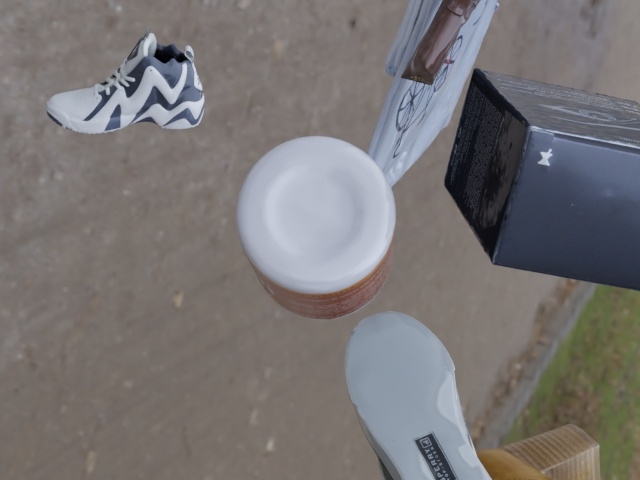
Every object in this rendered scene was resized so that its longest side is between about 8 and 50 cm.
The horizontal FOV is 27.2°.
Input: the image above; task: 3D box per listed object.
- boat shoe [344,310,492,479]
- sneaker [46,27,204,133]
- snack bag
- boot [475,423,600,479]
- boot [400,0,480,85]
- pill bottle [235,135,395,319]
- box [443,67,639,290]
[{"bbox_3d":[0.072,0.150,0.925,0.070,0.078,0.219,85,-13,-52],"label":"boat shoe"},{"bbox_3d":[-0.290,-0.245,1.963,0.094,0.235,0.153,-92,-175,-56],"label":"sneaker"},{"bbox_3d":[0.120,-0.203,1.262,0.323,0.037,0.342,-48,161,-57],"label":"snack bag"},{"bbox_3d":[0.174,0.255,0.993,0.211,0.295,0.104,-23,119,-17],"label":"boot"},{"bbox_3d":[0.104,-0.175,1.041,0.114,0.037,0.106,-57,176,-2],"label":"boot"},{"bbox_3d":[0.000,0.000,1.075,0.216,0.121,0.121,79,29,-78],"label":"pill bottle"},{"bbox_3d":[0.195,-0.050,1.028,0.207,0.153,0.108,-101,-157,-70],"label":"box"}]
